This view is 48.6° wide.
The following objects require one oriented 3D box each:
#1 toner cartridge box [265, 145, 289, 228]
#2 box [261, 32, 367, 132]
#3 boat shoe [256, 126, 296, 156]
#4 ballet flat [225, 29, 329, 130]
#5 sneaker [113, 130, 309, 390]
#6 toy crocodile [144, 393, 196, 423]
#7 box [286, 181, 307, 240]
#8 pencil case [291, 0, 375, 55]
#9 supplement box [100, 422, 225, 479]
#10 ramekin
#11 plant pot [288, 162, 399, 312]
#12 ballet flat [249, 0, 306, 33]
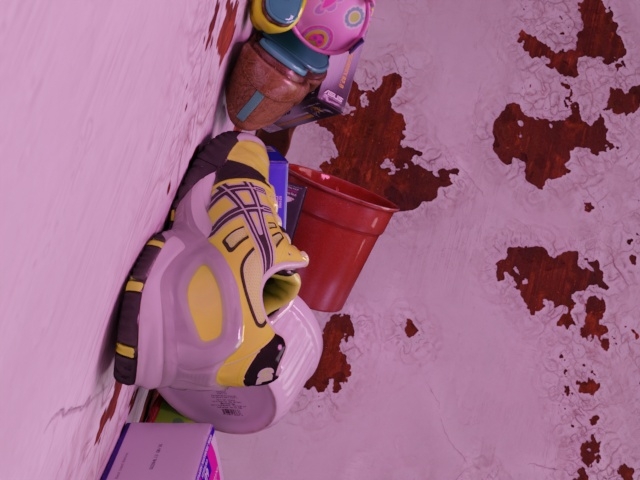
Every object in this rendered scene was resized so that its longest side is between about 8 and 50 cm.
[{"bbox_3d":[-0.100,0.041,1.046,0.165,0.075,0.348,-122,-146,-72],"label":"toner cartridge box"},{"bbox_3d":[-0.024,-0.288,1.193,0.231,0.056,0.183,-3,-113,54],"label":"box"},{"bbox_3d":[-0.077,-0.304,1.591,0.302,0.109,0.098,120,-18,-50],"label":"boat shoe"},{"bbox_3d":[-0.065,-0.211,0.948,0.124,0.116,0.342,-51,-169,19],"label":"ballet flat"},{"bbox_3d":[-0.089,0.017,0.733,0.385,0.147,0.145,-80,-174,-53],"label":"sneaker"},{"bbox_3d":[-0.222,0.279,1.062,0.115,0.105,0.341,-133,-115,-85],"label":"toy crocodile"},{"bbox_3d":[-0.134,0.026,1.335,0.165,0.143,0.270,110,-5,-65],"label":"box"},{"bbox_3d":[0.009,-0.358,0.995,0.284,0.124,0.124,-97,-158,-57],"label":"pencil case"},{"bbox_3d":[-0.175,0.338,0.848,0.111,0.113,0.220,-81,168,-60],"label":"supplement box"},{"bbox_3d":[-0.110,0.140,0.859,0.109,0.207,0.207,-64,176,-48],"label":"ramekin"},{"bbox_3d":[0.000,0.000,1.575,0.272,0.272,0.265,-92,-157,-78],"label":"plant pot"},{"bbox_3d":[-0.033,-0.352,0.843,0.077,0.077,0.231,8,-102,65],"label":"ballet flat"}]
